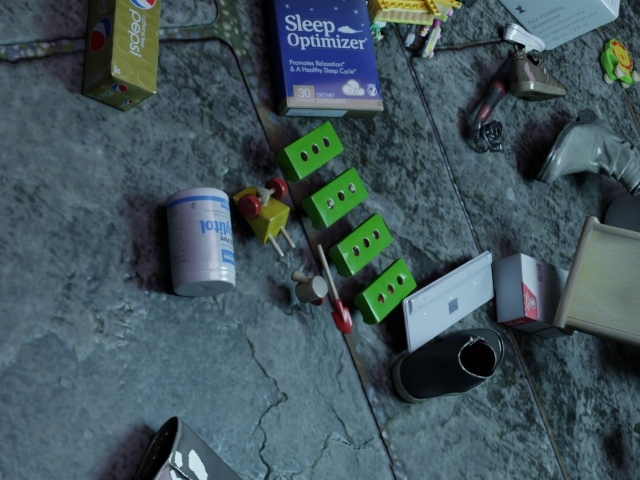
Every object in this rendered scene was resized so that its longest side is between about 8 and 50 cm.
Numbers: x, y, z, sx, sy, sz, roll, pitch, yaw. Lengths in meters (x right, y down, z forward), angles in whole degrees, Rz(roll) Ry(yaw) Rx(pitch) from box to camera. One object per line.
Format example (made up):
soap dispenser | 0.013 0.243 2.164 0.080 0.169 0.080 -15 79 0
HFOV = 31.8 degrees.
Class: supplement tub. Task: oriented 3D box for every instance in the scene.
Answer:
supplement tub | -0.131 0.002 1.229 0.071 0.071 0.107 9 67 -44

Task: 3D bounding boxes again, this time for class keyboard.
keyboard | 0.179 0.080 1.539 0.256 0.014 0.072 -24 116 -53

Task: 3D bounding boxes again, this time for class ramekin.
ramekin | 0.584 -0.004 1.958 0.207 0.109 0.207 20 60 -40

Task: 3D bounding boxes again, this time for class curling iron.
curling iron | 0.285 -0.229 1.798 0.274 0.035 0.068 -65 142 -45

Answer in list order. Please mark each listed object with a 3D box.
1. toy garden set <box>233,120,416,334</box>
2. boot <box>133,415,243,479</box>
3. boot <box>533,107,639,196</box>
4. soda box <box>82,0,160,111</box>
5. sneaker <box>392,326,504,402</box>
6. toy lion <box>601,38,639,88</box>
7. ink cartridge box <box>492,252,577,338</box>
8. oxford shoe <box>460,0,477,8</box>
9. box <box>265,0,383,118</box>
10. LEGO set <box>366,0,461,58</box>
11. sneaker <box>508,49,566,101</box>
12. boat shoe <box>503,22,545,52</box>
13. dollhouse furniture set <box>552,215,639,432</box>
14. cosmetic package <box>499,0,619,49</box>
toy garden set | 0.000 0.000 1.388 0.204 0.049 0.244 -38 103 -49
boot | -0.103 0.303 1.126 0.208 0.076 0.190 48 30 -30
boot | 0.462 -0.128 1.849 0.161 0.083 0.246 37 39 13
soda box | -0.218 -0.240 1.249 0.061 0.058 0.181 20 60 -40
sneaker | 0.206 0.158 1.481 0.222 0.118 0.083 -16 85 -49
toy lion | 0.566 -0.342 2.145 0.100 0.034 0.096 2 65 -46
ink cartridge box | 0.321 0.085 1.680 0.135 0.056 0.099 19 61 -41
oxford shoe | 0.200 -0.478 1.754 0.227 0.096 0.083 44 23 -26
box | 0.000 -0.270 1.474 0.136 0.036 0.225 -1 72 -22
LEGO set | 0.122 -0.324 1.642 0.132 0.107 0.287 37 44 18
sneaker | 0.356 -0.268 1.832 0.188 0.066 0.071 -5 90 -65
boat shoe | 0.343 -0.334 1.906 0.100 0.035 0.035 21 87 -44
dollhouse furniture set | 0.544 0.123 1.726 0.394 0.256 0.362 32 75 -61
cosmetic package | 0.403 -0.459 1.929 0.183 0.151 0.151 37 50 -29
